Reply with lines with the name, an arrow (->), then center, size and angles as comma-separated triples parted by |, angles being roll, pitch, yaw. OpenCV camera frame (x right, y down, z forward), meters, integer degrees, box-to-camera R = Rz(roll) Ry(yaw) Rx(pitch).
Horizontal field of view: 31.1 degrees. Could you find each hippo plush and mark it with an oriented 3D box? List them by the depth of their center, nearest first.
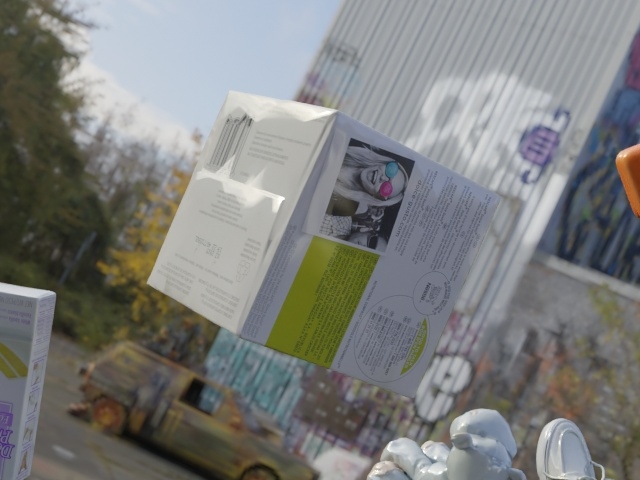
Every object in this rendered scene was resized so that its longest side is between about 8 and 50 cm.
hippo plush -> 0.224, 0.409, 2.037 | 0.234, 0.236, 0.294 | 27, 35, 2

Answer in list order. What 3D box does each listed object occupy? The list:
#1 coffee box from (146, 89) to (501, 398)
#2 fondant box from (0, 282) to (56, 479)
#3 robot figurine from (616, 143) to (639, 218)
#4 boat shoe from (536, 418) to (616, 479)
coffee box -> 0.000, 0.000, 1.750 | 0.334, 0.338, 0.338 | 23, 0, -33
fondant box -> -0.595, 0.231, 1.936 | 0.238, 0.330, 0.096 | 9, 5, 5
robot figurine -> 0.396, -0.087, 1.087 | 0.219, 0.128, 0.158 | -20, -38, 11
boat shoe -> 0.545, 0.535, 2.372 | 0.136, 0.367, 0.156 | 12, -28, -22
